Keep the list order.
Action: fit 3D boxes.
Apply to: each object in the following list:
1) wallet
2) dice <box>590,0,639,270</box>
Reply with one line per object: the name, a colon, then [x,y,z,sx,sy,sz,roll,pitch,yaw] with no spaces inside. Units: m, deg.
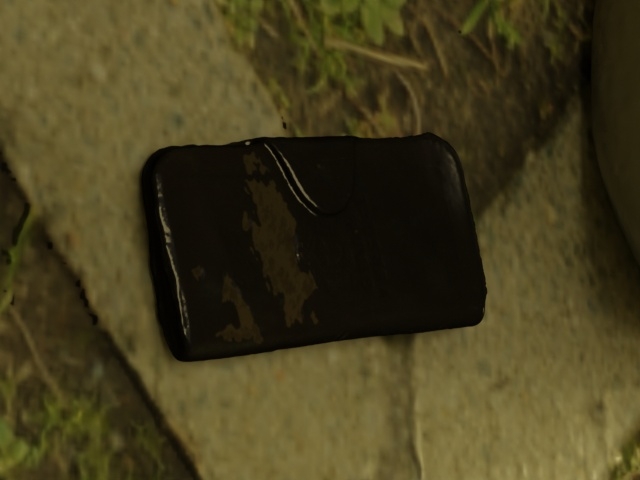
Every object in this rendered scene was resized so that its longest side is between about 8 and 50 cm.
wallet: [0.000,0.000,0.693,0.156,0.018,0.082,-3,79,-41]
dice: [0.282,-0.072,0.817,0.259,0.243,0.251,18,66,-35]
